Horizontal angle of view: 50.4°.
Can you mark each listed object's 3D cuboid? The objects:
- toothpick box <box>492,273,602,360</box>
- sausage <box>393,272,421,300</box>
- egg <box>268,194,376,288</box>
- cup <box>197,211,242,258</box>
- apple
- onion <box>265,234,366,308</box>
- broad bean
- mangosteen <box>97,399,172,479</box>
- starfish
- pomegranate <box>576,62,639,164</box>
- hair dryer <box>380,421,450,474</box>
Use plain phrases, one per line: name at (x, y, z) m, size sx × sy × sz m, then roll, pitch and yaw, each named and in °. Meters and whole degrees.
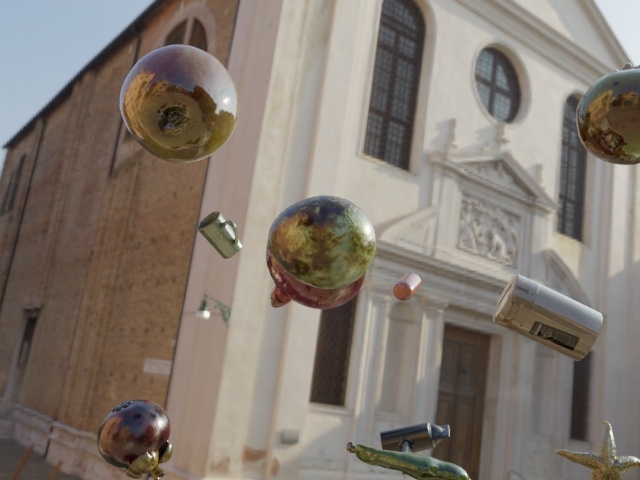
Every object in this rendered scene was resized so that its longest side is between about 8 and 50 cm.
toothpick box at (0.444, 0.150, 1.343) m, size 0.181 × 0.111 × 0.111 m, roll 26°, pitch -12°, yaw 6°
sausage at (0.260, 0.137, 2.030) m, size 0.062 × 0.062 × 0.154 m, roll 3°, pitch 12°, yaw 19°
egg at (0.000, 0.000, 1.735) m, size 0.290 × 0.238 × 0.238 m, roll 14°, pitch -8°, yaw 29°
cup at (-0.188, -0.014, 1.334) m, size 0.075 × 0.054 × 0.083 m, roll -29°, pitch -65°, yaw 15°
apple at (-0.302, -0.294, 1.481) m, size 0.257 × 0.256 × 0.234 m, roll 11°, pitch 17°, yaw -14°
onion at (-0.049, 0.095, 2.226) m, size 0.348 × 0.347 × 0.385 m, roll 17°, pitch -50°, yaw -36°
broad bean at (0.210, 0.529, 1.627) m, size 0.318 × 0.055 × 0.098 m, roll 14°, pitch 5°, yaw 16°
mangosteen at (-0.425, 0.471, 1.592) m, size 0.200 × 0.199 × 0.200 m, roll 7°, pitch -13°, yaw 2°
starfish at (0.662, 0.529, 1.597) m, size 0.217 × 0.223 × 0.050 m, roll 7°, pitch -33°, yaw 16°
pomegranate at (0.513, -0.219, 1.139) m, size 0.159 × 0.205 × 0.159 m, roll 16°, pitch -35°, yaw 12°
hair dryer at (0.260, 0.577, 1.861) m, size 0.196 × 0.077 × 0.248 m, roll -16°, pitch 6°, yaw 11°
